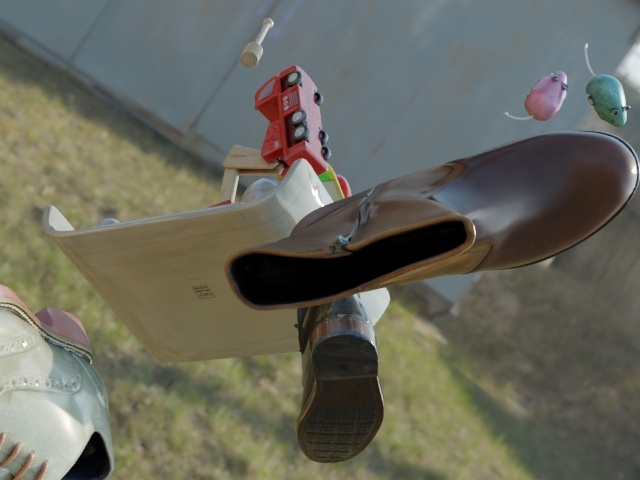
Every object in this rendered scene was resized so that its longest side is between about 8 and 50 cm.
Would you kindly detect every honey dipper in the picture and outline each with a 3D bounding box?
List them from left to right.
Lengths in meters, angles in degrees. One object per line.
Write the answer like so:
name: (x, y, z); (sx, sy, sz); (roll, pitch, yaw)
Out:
honey dipper: (-0.100, -0.325, 2.226); (0.030, 0.030, 0.160); (34, 31, -11)

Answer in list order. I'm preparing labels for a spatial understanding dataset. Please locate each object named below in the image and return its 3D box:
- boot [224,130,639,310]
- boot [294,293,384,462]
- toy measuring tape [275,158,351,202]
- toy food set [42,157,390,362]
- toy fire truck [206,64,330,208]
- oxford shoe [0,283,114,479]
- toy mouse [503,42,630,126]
boot: (0.088, -0.021, 0.899); (0.264, 0.096, 0.280); (-9, -1, 8)
boot: (0.017, 0.113, 1.272); (0.082, 0.219, 0.106); (1, 49, -6)
toy measuring tape: (0.000, 0.000, 1.805); (0.121, 0.121, 0.330); (26, 34, -45)
toy food set: (-0.109, 0.020, 1.432); (0.219, 0.306, 0.092); (57, 36, -40)
toy fire truck: (-0.059, -0.088, 1.459); (0.047, 0.135, 0.192); (44, 27, -41)
oxford shoe: (-0.247, 0.128, 1.025); (0.146, 0.140, 0.397); (61, 12, 13)
toy mouse: (0.289, -0.155, 1.537); (0.161, 0.143, 0.031); (14, -6, -6)
